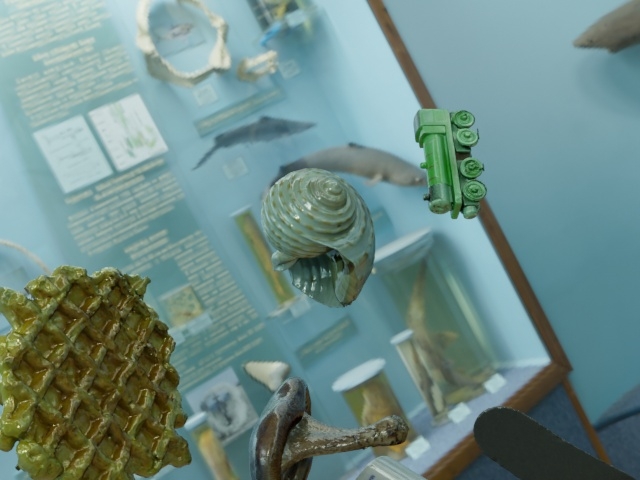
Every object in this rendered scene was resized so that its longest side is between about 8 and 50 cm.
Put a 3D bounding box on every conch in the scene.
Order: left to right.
[{"bbox_3d":[0.005,-0.005,0.784,0.102,0.135,0.153,-39,-18,-15],"label":"conch"}]

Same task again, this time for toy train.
[{"bbox_3d":[0.246,-0.150,1.489,0.119,0.251,0.085,1,-34,-2],"label":"toy train"}]

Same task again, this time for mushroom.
[{"bbox_3d":[0.016,0.289,1.129,0.217,0.148,0.227,-3,29,16],"label":"mushroom"}]

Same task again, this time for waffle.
[{"bbox_3d":[-0.219,0.137,0.768,0.059,0.243,0.238,-25,-20,23],"label":"waffle"}]

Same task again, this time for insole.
[{"bbox_3d":[0.344,0.328,1.020,0.111,0.328,0.007,-56,-6,16],"label":"insole"}]

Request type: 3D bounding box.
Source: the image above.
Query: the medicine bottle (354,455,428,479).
[{"bbox_3d":[0.199,0.447,1.110,0.341,0.130,0.130,25,40,34],"label":"medicine bottle"}]
